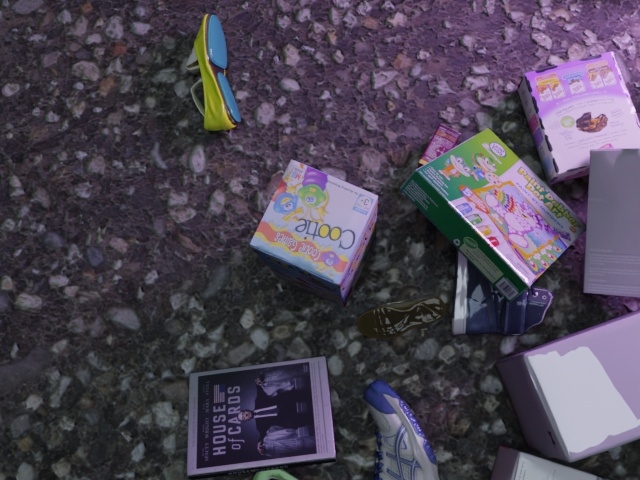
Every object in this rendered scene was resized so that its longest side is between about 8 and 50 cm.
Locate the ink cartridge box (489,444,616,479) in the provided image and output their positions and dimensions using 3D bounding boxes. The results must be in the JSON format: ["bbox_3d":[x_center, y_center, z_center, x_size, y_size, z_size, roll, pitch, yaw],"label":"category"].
[{"bbox_3d":[0.381,0.391,1.046,0.218,0.158,0.092,18,79,7],"label":"ink cartridge box"}]

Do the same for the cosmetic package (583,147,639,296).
[{"bbox_3d":[0.495,-0.032,1.106,0.127,0.107,0.237,5,96,25],"label":"cosmetic package"}]

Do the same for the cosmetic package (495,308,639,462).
[{"bbox_3d":[0.525,0.179,1.048,0.453,0.230,0.161,-20,77,-1],"label":"cosmetic package"}]

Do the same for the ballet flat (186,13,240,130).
[{"bbox_3d":[-0.210,-0.310,1.284,0.077,0.077,0.230,-16,79,17],"label":"ballet flat"}]

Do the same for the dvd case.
[{"bbox_3d":[-0.099,0.289,1.134,0.239,0.029,0.179,-8,54,2],"label":"dvd case"}]

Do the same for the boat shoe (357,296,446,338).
[{"bbox_3d":[0.139,0.130,1.182,0.153,0.048,0.056,-18,90,7],"label":"boat shoe"}]

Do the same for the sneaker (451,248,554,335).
[{"bbox_3d":[0.306,0.050,1.155,0.164,0.086,0.226,2,86,13],"label":"sneaker"}]

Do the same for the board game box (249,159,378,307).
[{"bbox_3d":[0.000,0.000,1.096,0.144,0.275,0.142,24,81,8],"label":"board game box"}]

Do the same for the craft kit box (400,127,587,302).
[{"bbox_3d":[0.292,-0.052,1.132,0.250,0.061,0.247,47,43,11],"label":"craft kit box"}]

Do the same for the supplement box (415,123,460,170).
[{"bbox_3d":[0.209,-0.157,1.229,0.043,0.055,0.083,28,82,8],"label":"supplement box"}]

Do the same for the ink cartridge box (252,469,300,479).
[{"bbox_3d":[-0.097,0.469,1.110,0.109,0.062,0.209,30,81,10],"label":"ink cartridge box"}]

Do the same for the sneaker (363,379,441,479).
[{"bbox_3d":[0.124,0.373,1.092,0.131,0.112,0.296,-26,77,-2],"label":"sneaker"}]

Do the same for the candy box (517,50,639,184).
[{"bbox_3d":[0.460,-0.215,1.216,0.165,0.070,0.196,-13,77,1],"label":"candy box"}]
